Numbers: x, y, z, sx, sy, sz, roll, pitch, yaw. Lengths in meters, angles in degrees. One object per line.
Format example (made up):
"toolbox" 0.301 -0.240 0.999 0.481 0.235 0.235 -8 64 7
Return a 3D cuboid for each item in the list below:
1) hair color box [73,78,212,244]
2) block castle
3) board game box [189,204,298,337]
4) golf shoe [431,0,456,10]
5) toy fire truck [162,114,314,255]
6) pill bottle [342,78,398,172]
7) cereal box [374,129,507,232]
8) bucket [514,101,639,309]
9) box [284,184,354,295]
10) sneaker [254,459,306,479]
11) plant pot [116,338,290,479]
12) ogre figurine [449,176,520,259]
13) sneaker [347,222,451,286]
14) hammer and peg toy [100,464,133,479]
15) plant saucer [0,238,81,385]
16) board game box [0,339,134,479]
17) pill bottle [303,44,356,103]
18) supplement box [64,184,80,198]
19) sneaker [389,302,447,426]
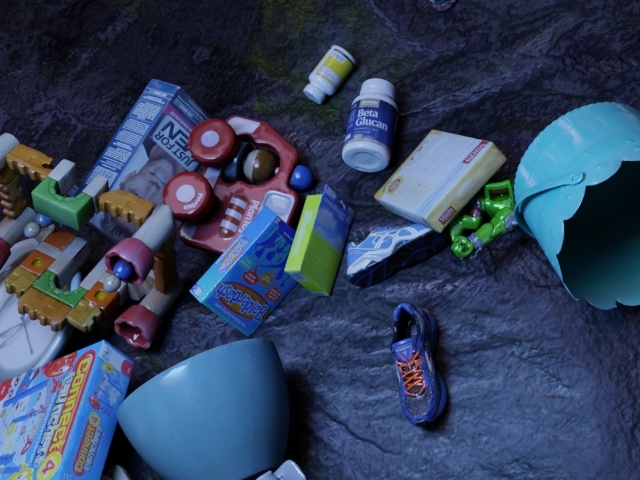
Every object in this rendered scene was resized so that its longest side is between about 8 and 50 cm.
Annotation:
"hair color box" -0.378 -0.156 2.164 0.105 0.174 0.347 22 76 40
"block castle" -0.504 0.017 1.946 0.453 0.303 0.213 24 53 14
"board game box" -0.117 0.060 1.849 0.210 0.160 0.047 -49 47 -1
"golf shoe" 0.246 -0.566 2.058 0.067 0.086 0.186 -17 52 28
"toy fire truck" -0.152 -0.097 1.999 0.254 0.169 0.302 17 71 16
"pill bottle" 0.100 -0.225 1.928 0.094 0.094 0.169 -7 58 31
"cereal box" 0.203 -0.108 1.746 0.173 0.047 0.240 -48 22 -3
"bucket" 0.430 -0.056 1.472 0.281 0.281 0.183 -37 38 10
"box" 0.000 0.000 1.840 0.042 0.109 0.178 -1 61 36
"sneaker" 0.002 0.429 1.484 0.366 0.137 0.210 -24 84 25
"plant pot" -0.167 0.320 1.658 0.290 0.290 0.195 -33 69 13
"ogre figurine" 0.277 -0.048 1.681 0.118 0.096 0.197 -18 12 20
"sneaker" 0.133 0.003 1.765 0.211 0.080 0.081 -25 53 18
"hammer and peg toy" -0.350 0.580 1.694 0.266 0.127 0.361 -47 46 -3
"plant saucer" -0.655 0.188 2.183 0.400 0.100 0.400 -18 52 25
"board game box" -0.512 0.367 1.844 0.302 0.086 0.308 -24 38 30
"pill bottle" 0.017 -0.345 2.086 0.065 0.065 0.116 32 82 43
"supplement box" -0.614 -0.120 2.389 0.083 0.055 0.043 13 68 39
"sneaker" 0.147 0.198 1.622 0.083 0.087 0.221 -23 50 22
